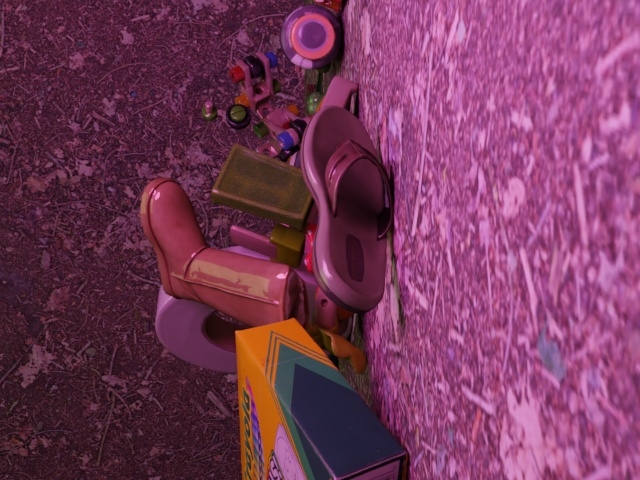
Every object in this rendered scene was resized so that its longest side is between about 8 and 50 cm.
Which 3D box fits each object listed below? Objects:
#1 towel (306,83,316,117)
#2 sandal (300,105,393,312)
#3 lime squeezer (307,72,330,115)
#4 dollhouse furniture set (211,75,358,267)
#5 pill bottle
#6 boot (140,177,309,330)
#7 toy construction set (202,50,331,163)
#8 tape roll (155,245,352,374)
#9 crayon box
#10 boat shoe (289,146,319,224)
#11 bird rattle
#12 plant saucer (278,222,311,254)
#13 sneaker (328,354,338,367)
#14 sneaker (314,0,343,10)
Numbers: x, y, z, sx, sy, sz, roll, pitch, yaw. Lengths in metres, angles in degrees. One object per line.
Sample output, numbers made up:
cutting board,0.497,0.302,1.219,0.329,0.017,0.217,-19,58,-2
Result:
towel,-0.011,-0.297,2.116,0.237,0.037,0.329,-103,10,-63
sandal,0.048,-0.053,0.846,0.086,0.120,0.303,-48,37,43
lime squeezer,-0.006,-0.387,1.817,0.310,0.059,0.110,-97,7,-66
dollhouse furniture set,-0.056,-0.136,1.190,0.197,0.151,0.301,99,-169,-64
pill bottle,-0.023,-0.431,1.458,0.246,0.130,0.130,-102,11,-74
boot,-0.148,0.027,1.089,0.089,0.269,0.236,-41,-46,-40
toy construction set,-0.099,-0.334,1.686,0.309,0.257,0.237,-59,-3,-17
tape roll,-0.131,0.151,1.367,0.392,0.392,0.072,93,174,-53
crayon box,-0.016,0.344,0.963,0.313,0.106,0.363,42,137,52
boat shoe,-0.006,-0.130,1.472,0.116,0.099,0.319,44,-159,-24
bird rattle,0.016,0.091,1.162,0.207,0.143,0.253,-11,-76,-77
plant saucer,-0.023,0.094,1.651,0.332,0.084,0.332,167,90,-84
sneaker,0.002,0.362,1.702,0.083,0.087,0.221,92,175,-51
sneaker,0.027,-0.496,1.356,0.175,0.064,0.067,-132,61,-77
